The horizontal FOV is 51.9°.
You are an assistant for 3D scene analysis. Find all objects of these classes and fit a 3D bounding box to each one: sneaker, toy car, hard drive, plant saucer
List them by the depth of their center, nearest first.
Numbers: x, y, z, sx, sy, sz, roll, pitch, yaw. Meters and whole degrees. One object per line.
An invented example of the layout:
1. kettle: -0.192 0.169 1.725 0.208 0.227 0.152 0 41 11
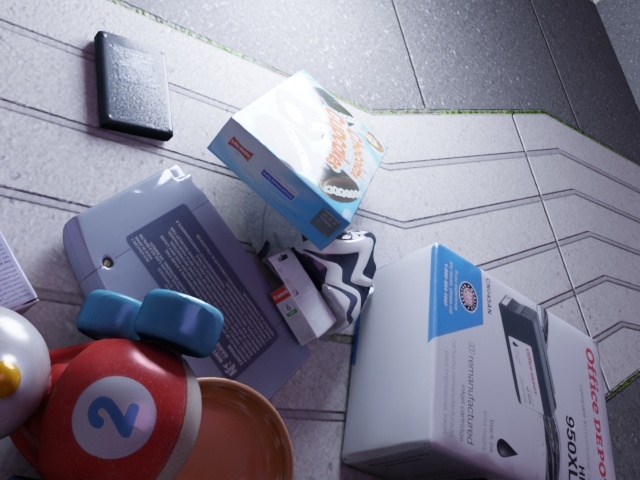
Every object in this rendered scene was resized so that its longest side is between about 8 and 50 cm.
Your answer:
1. toy car: -0.238 0.118 0.522 0.238 0.210 0.219 34 63 -38
2. plant saucer: -0.124 0.240 0.675 0.200 0.037 0.200 3 84 -28
3. hard drive: -0.241 -0.199 0.852 0.094 0.022 0.135 7 63 -40
4. sneaker: 0.000 0.000 0.920 0.235 0.094 0.153 54 36 4

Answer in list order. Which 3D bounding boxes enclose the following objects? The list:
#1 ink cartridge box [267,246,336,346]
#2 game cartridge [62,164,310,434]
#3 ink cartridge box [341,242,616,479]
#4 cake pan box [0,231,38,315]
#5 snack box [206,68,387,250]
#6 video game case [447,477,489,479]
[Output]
1. ink cartridge box: -0.031 0.069 0.828 0.115 0.029 0.063 57 27 2
2. game cartridge: -0.153 0.071 0.768 0.198 0.062 0.297 -39 96 -42
3. ink cartridge box: 0.242 0.224 0.959 0.395 0.166 0.285 29 52 -29
4. cake pan box: -0.419 0.006 0.552 0.267 0.070 0.245 -31 88 -47
5. snack box: -0.013 -0.127 0.908 0.187 0.060 0.322 42 27 -7
6. video game case: 0.076 0.393 0.724 0.275 0.035 0.248 11 93 -36
